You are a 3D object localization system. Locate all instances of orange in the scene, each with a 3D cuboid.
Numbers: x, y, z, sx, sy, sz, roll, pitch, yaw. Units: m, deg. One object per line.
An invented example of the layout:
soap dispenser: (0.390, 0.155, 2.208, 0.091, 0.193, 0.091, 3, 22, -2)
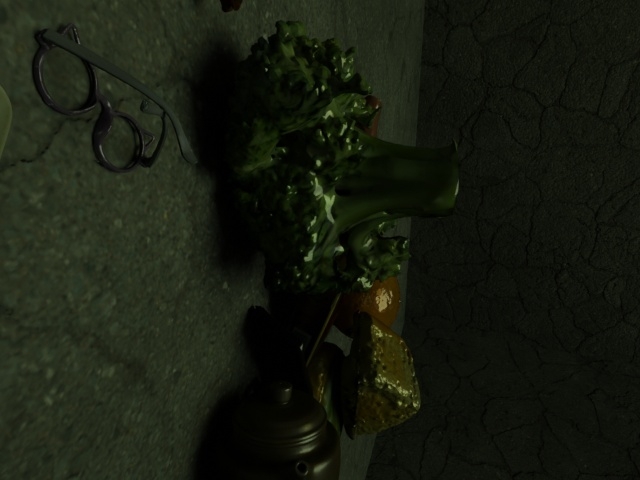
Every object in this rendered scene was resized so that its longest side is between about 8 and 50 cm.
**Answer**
orange: (0.114, 0.152, 1.140, 0.219, 0.192, 0.220, -9, 90, -80)

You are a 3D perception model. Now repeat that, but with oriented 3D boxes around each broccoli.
broccoli: (0.016, -0.083, 0.605, 0.339, 0.317, 0.277, -63, 178, 30)

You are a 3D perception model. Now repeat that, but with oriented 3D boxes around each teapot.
teapot: (-0.065, 0.293, 0.648, 0.267, 0.185, 0.176, -159, -107, -69)

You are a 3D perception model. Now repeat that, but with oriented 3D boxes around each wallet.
wallet: (-0.056, 0.223, 0.734, 0.025, 0.124, 0.245, -32, 133, -31)

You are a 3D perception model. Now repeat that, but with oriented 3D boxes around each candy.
candy: (-0.014, 0.346, 0.938, 0.260, 0.117, 0.260, 2, 90, -74)

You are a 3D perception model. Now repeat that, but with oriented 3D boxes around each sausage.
sausage: (0.111, -0.236, 1.142, 0.078, 0.078, 0.305, 20, 78, -72)

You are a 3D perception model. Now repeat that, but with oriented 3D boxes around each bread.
bread: (0.123, 0.284, 0.940, 0.204, 0.162, 0.262, -93, -175, -46)

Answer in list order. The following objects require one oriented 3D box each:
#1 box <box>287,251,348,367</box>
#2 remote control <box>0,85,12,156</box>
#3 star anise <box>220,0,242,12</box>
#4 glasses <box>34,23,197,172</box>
box: (-0.001, 0.127, 0.819, 0.159, 0.071, 0.240, -46, 161, -55)
remote control: (-0.235, -0.080, 0.153, 0.230, 0.049, 0.090, 43, 57, -69)
star anise: (-0.098, -0.375, 0.406, 0.288, 0.088, 0.289, 8, 90, -70)
glasses: (-0.143, -0.103, 0.345, 0.140, 0.103, 0.063, 66, 37, -53)
